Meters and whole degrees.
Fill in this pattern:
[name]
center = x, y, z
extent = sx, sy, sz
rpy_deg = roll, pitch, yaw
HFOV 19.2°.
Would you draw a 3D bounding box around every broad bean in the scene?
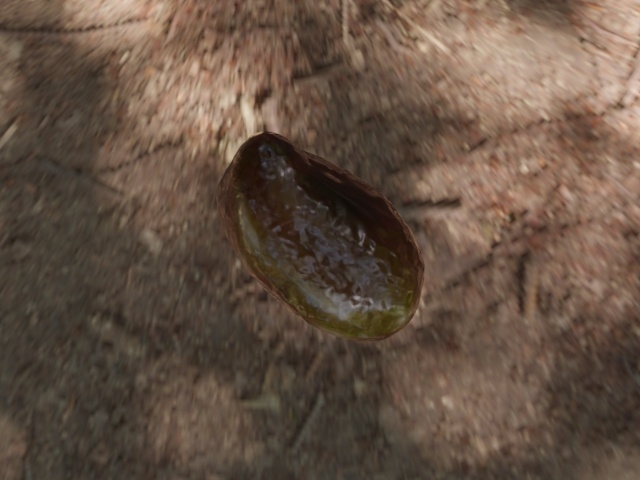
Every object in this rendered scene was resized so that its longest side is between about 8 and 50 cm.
[broad bean]
center = 0.000, 0.000, 1.311
extent = 0.165, 0.084, 0.114
rpy_deg = 33, 69, 0
